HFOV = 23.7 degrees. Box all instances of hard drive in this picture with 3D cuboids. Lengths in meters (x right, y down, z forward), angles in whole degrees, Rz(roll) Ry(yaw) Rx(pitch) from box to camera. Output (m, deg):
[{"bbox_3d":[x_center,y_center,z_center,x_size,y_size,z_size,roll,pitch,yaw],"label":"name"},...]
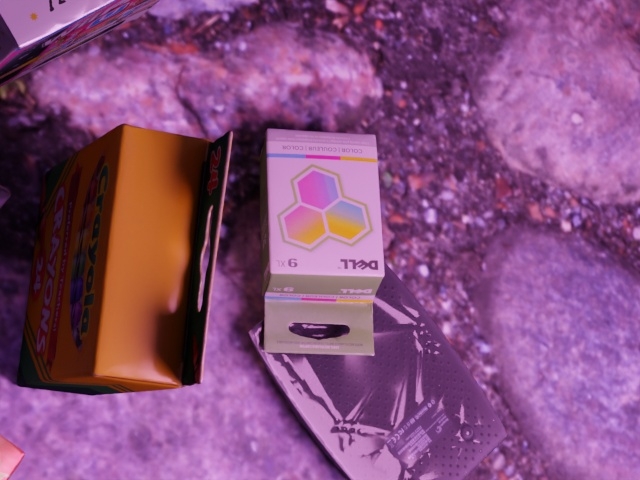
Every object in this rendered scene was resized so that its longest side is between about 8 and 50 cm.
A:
[{"bbox_3d":[0.052,0.143,1.495,0.172,0.054,0.255,-41,99,-24],"label":"hard drive"}]

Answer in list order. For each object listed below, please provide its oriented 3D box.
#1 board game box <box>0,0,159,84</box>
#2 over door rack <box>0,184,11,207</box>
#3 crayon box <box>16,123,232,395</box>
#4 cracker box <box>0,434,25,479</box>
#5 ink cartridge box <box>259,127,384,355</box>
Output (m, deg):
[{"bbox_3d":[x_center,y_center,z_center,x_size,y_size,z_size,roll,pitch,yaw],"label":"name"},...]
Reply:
[{"bbox_3d":[-0.222,-0.216,1.281,0.224,0.303,0.097,-33,97,-24],"label":"board game box"},{"bbox_3d":[-0.449,-0.001,1.214,0.239,0.108,0.324,34,69,10],"label":"over door rack"},{"bbox_3d":[-0.170,0.022,1.265,0.081,0.318,0.202,10,79,-23],"label":"crayon box"},{"bbox_3d":[-0.391,0.178,1.284,0.232,0.067,0.156,40,68,-15],"label":"cracker box"},{"bbox_3d":[0.000,0.000,1.443,0.109,0.062,0.209,3,65,-9],"label":"ink cartridge box"}]
